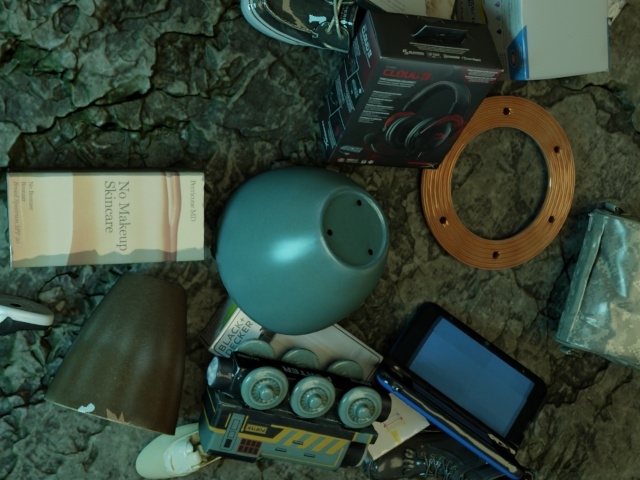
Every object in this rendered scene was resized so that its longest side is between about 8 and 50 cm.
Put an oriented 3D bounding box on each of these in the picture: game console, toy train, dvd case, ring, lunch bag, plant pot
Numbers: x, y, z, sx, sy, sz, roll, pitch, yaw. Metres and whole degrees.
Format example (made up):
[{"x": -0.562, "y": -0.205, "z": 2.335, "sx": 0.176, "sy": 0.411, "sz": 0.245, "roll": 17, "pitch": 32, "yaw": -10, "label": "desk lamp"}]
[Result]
[{"x": 0.264, "y": 0.254, "z": 1.534, "sx": 0.293, "sy": 0.250, "sz": 0.173, "roll": 35, "pitch": 89, "yaw": 6, "label": "game console"}, {"x": -0.046, "y": 0.287, "z": 1.447, "sx": 0.334, "sy": 0.142, "sz": 0.190, "roll": 16, "pitch": 106, "yaw": -23, "label": "toy train"}, {"x": 0.164, "y": -0.458, "z": 1.481, "sx": 0.180, "sy": 0.022, "sz": 0.253, "roll": 26, "pitch": 61, "yaw": -22, "label": "dvd case"}, {"x": 0.342, "y": -0.110, "z": 1.662, "sx": 0.337, "sy": 0.032, "sz": 0.336, "roll": -4, "pitch": 101, "yaw": -20, "label": "ring"}, {"x": 0.612, "y": 0.099, "z": 1.697, "sx": 0.256, "sy": 0.212, "sz": 0.305, "roll": 16, "pitch": 93, "yaw": -22, "label": "lunch bag"}, {"x": 0.000, "y": 0.000, "z": 1.413, "sx": 0.290, "sy": 0.195, "sz": 0.290, "roll": 9, "pitch": 73, "yaw": -32, "label": "plant pot"}, {"x": -0.305, "y": 0.175, "z": 1.399, "sx": 0.215, "sy": 0.215, "sz": 0.230, "roll": 21, "pitch": 77, "yaw": -22, "label": "plant pot"}]

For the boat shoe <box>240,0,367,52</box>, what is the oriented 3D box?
[{"x": 0.037, "y": -0.380, "z": 1.456, "sx": 0.335, "sy": 0.119, "sz": 0.121, "roll": 8, "pitch": 96, "yaw": -21, "label": "boat shoe"}]

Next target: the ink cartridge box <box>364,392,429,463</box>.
[{"x": 0.130, "y": 0.339, "z": 1.614, "sx": 0.143, "sy": 0.092, "sz": 0.090, "roll": -29, "pitch": 76, "yaw": -14, "label": "ink cartridge box"}]

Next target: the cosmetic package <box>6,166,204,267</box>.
[{"x": -0.341, "y": -0.041, "z": 1.373, "sx": 0.296, "sy": 0.129, "sz": 0.153, "roll": -3, "pitch": 99, "yaw": -20, "label": "cosmetic package"}]

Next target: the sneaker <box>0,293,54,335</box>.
[{"x": -0.542, "y": 0.146, "z": 1.367, "sx": 0.217, "sy": 0.079, "sz": 0.121, "roll": 12, "pitch": 98, "yaw": -13, "label": "sneaker"}]

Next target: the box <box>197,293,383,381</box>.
[{"x": -0.052, "y": 0.192, "z": 1.540, "sx": 0.290, "sy": 0.087, "sz": 0.169, "roll": 38, "pitch": 85, "yaw": -21, "label": "box"}]

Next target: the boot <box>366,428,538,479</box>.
[{"x": 0.240, "y": 0.427, "z": 1.608, "sx": 0.263, "sy": 0.229, "sz": 0.091, "roll": -14, "pitch": 106, "yaw": -17, "label": "boot"}]

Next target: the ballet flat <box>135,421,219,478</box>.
[{"x": -0.203, "y": 0.359, "z": 1.518, "sx": 0.248, "sy": 0.086, "sz": 0.086, "roll": -22, "pitch": 106, "yaw": -15, "label": "ballet flat"}]

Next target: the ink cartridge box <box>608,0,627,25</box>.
[{"x": 0.536, "y": -0.556, "z": 1.648, "sx": 0.208, "sy": 0.045, "sz": 0.206, "roll": 37, "pitch": 86, "yaw": -20, "label": "ink cartridge box"}]

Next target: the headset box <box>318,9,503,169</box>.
[{"x": 0.146, "y": -0.251, "z": 1.430, "sx": 0.218, "sy": 0.293, "sz": 0.110, "roll": 2, "pitch": 57, "yaw": -21, "label": "headset box"}]

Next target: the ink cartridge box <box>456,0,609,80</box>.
[{"x": 0.367, "y": -0.373, "z": 1.517, "sx": 0.168, "sy": 0.233, "sz": 0.171, "roll": -10, "pitch": 103, "yaw": -16, "label": "ink cartridge box"}]
